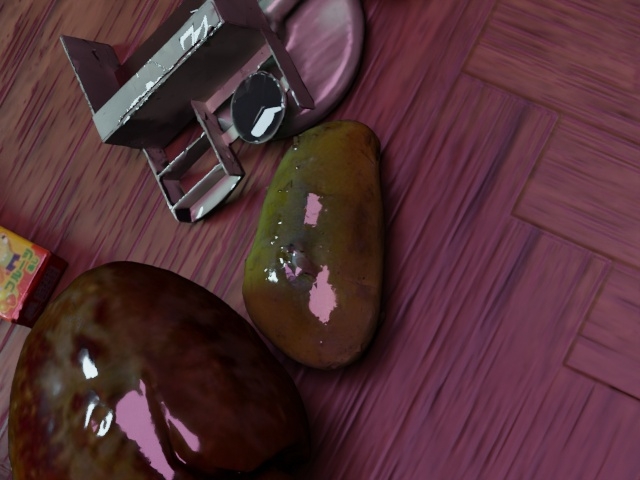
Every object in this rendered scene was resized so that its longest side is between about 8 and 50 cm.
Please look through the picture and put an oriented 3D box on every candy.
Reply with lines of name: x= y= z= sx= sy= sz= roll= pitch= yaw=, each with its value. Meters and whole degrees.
candy: x=-0.261 y=0.015 z=1.397 sx=0.122 sy=0.038 sz=0.062 roll=26 pitch=85 yaw=21

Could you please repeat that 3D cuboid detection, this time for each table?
table: x=-0.102 y=-0.124 z=1.347 sx=0.146 sy=0.062 sz=0.175 roll=-42 pitch=62 yaw=31

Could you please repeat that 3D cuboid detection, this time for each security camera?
security camera: x=-0.002 y=-0.214 z=1.367 sx=0.157 sy=0.080 sz=0.301 roll=38 pitch=91 yaw=21

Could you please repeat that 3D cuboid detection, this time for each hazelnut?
hazelnut: x=-0.121 y=0.134 z=1.237 sx=0.218 sy=0.218 sz=0.234 roll=-40 pitch=71 yaw=3

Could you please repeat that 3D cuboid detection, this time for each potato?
potato: x=0.000 y=0.000 z=1.303 sx=0.105 sy=0.085 sz=0.188 roll=6 pitch=73 yaw=16
